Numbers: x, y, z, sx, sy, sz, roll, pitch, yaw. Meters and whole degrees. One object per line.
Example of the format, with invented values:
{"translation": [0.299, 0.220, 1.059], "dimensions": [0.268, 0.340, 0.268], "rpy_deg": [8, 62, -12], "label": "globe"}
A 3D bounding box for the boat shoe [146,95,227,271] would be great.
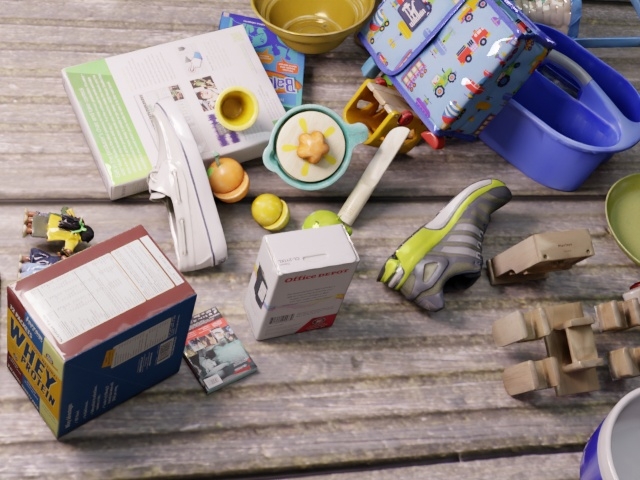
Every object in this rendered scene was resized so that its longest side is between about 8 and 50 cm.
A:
{"translation": [-0.220, -0.083, 1.709], "dimensions": [0.088, 0.096, 0.268], "rpy_deg": [-18, 94, -16], "label": "boat shoe"}

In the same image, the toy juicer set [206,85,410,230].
{"translation": [-0.023, -0.110, 1.772], "dimensions": [0.328, 0.089, 0.209], "rpy_deg": [11, 94, -15], "label": "toy juicer set"}

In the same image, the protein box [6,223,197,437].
{"translation": [-0.295, 0.121, 1.500], "dimensions": [0.201, 0.200, 0.136], "rpy_deg": [-27, 64, -31], "label": "protein box"}

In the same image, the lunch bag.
{"translation": [0.208, -0.348, 1.895], "dimensions": [0.138, 0.221, 0.293], "rpy_deg": [2, 44, -53], "label": "lunch bag"}

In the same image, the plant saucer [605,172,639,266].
{"translation": [0.606, -0.017, 1.974], "dimensions": [0.240, 0.037, 0.241], "rpy_deg": [8, 52, -10], "label": "plant saucer"}

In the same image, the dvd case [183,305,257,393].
{"translation": [-0.158, 0.158, 1.633], "dimensions": [0.087, 0.013, 0.119], "rpy_deg": [-24, 61, -30], "label": "dvd case"}

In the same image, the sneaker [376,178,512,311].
{"translation": [0.220, 0.011, 1.812], "dimensions": [0.121, 0.111, 0.300], "rpy_deg": [46, 60, 7], "label": "sneaker"}

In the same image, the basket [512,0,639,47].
{"translation": [0.473, -0.460, 2.175], "dimensions": [0.288, 0.201, 0.255], "rpy_deg": [-5, 53, -7], "label": "basket"}

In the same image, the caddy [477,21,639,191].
{"translation": [0.415, -0.255, 2.015], "dimensions": [0.341, 0.179, 0.241], "rpy_deg": [40, 52, 16], "label": "caddy"}

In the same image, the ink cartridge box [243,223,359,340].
{"translation": [-0.030, 0.061, 1.639], "dimensions": [0.127, 0.175, 0.072], "rpy_deg": [-9, 56, -22], "label": "ink cartridge box"}

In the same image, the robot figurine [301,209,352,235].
{"translation": [0.000, 0.000, 1.735], "dimensions": [0.101, 0.115, 0.067], "rpy_deg": [-14, 59, -25], "label": "robot figurine"}

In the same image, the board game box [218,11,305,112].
{"translation": [-0.110, -0.305, 1.987], "dimensions": [0.160, 0.047, 0.210], "rpy_deg": [9, 52, -9], "label": "board game box"}

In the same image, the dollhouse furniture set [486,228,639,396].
{"translation": [0.365, 0.123, 1.760], "dimensions": [0.212, 0.161, 0.242], "rpy_deg": [-6, 77, -20], "label": "dollhouse furniture set"}

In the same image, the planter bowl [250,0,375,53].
{"translation": [-0.014, -0.393, 1.983], "dimensions": [0.217, 0.090, 0.217], "rpy_deg": [1, 48, -1], "label": "planter bowl"}

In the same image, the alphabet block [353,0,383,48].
{"translation": [0.208, -0.419, 2.075], "dimensions": [0.197, 0.193, 0.192], "rpy_deg": [41, 52, 16], "label": "alphabet block"}

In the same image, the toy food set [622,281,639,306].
{"translation": [0.564, 0.104, 1.799], "dimensions": [0.232, 0.111, 0.105], "rpy_deg": [-18, 84, -59], "label": "toy food set"}

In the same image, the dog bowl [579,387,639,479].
{"translation": [0.514, 0.345, 1.619], "dimensions": [0.264, 0.104, 0.265], "rpy_deg": [8, 51, -10], "label": "dog bowl"}

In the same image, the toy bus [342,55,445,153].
{"translation": [0.132, -0.202, 1.938], "dimensions": [0.202, 0.104, 0.191], "rpy_deg": [36, 26, -10], "label": "toy bus"}

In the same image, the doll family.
{"translation": [-0.382, 0.015, 1.646], "dimensions": [0.111, 0.076, 0.193], "rpy_deg": [8, 56, -16], "label": "doll family"}

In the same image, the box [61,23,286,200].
{"translation": [-0.231, -0.214, 1.836], "dimensions": [0.322, 0.058, 0.232], "rpy_deg": [-17, 69, -22], "label": "box"}
